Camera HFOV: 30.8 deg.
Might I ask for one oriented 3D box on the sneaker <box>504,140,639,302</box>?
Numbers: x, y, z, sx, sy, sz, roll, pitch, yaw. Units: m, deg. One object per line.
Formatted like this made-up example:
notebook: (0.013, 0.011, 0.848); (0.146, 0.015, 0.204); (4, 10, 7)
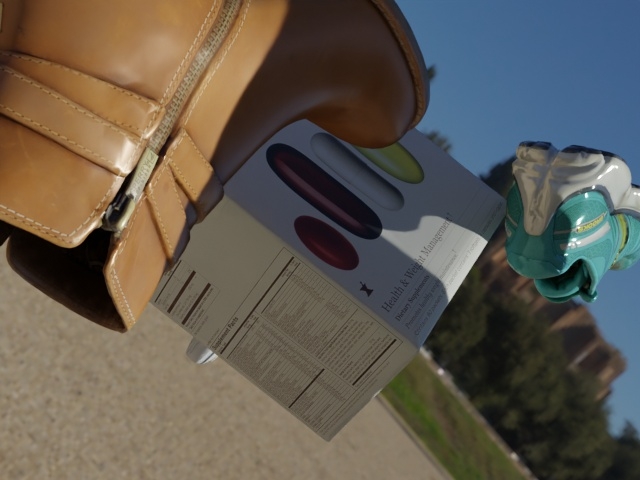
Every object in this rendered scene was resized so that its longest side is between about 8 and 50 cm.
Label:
sneaker: (0.197, -0.004, 0.927); (0.107, 0.110, 0.275); (14, -2, 26)

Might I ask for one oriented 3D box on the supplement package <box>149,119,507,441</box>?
supplement package: (0.000, 0.000, 0.894); (0.203, 0.194, 0.149); (38, -45, 1)

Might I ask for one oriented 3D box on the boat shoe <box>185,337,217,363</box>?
boat shoe: (-0.079, 0.090, 1.531); (0.076, 0.226, 0.083); (42, 5, -15)

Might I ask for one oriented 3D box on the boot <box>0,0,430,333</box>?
boot: (-0.053, -0.055, 0.576); (0.109, 0.220, 0.283); (1, -24, 32)
